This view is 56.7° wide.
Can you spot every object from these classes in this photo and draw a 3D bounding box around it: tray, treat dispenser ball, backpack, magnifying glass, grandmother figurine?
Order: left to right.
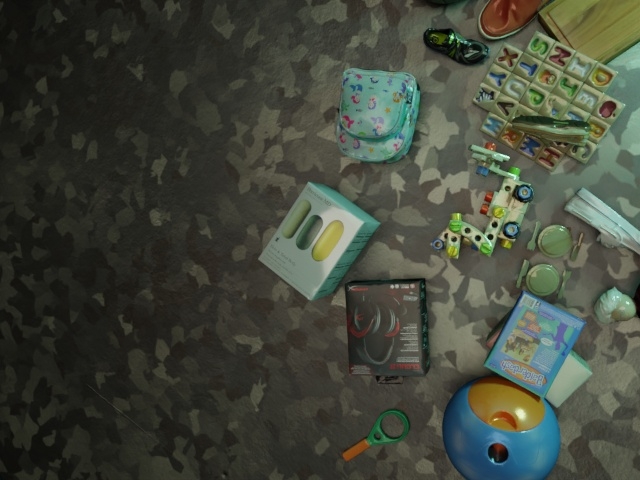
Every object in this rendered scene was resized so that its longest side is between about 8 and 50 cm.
[{"bbox_3d":[0.161,0.579,1.743,0.231,0.026,0.092,-38,80,14],"label":"magnifying glass"},{"bbox_3d":[0.153,-0.340,1.640,0.225,0.191,0.254,11,100,17],"label":"backpack"},{"bbox_3d":[0.454,0.489,1.503,0.288,0.288,0.288,1,92,18],"label":"treat dispenser ball"},{"bbox_3d":[0.782,-0.611,1.475,0.411,0.076,0.203,-34,81,17],"label":"tray"},{"bbox_3d":[0.854,0.148,1.445,0.342,0.104,0.208,-10,104,24],"label":"grandmother figurine"}]

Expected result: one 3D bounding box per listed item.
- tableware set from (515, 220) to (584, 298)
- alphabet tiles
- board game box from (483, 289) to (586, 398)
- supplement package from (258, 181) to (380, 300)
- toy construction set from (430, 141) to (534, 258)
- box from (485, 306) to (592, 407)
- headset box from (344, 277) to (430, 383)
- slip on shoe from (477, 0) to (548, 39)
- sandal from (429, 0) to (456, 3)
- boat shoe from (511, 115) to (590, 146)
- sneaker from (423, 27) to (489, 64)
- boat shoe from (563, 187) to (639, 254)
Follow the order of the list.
[{"bbox_3d":[0.602,0.051,1.573,0.128,0.039,0.194,15,102,6],"label":"tableware set"},{"bbox_3d":[0.583,-0.357,1.540,0.342,0.011,0.285,34,117,14],"label":"alphabet tiles"},{"bbox_3d":[0.518,0.251,1.443,0.160,0.047,0.210,28,98,15],"label":"board game box"},{"bbox_3d":[0.000,0.000,1.685,0.199,0.198,0.263,37,102,14],"label":"supplement package"},{"bbox_3d":[0.438,-0.092,1.574,0.215,0.151,0.328,20,108,17],"label":"toy construction set"},{"bbox_3d":[0.559,0.292,1.535,0.232,0.148,0.127,43,103,13],"label":"box"},{"bbox_3d":[0.191,0.258,1.675,0.218,0.110,0.293,-2,91,18],"label":"headset box"},{"bbox_3d":[0.553,-0.648,1.533,0.331,0.101,0.123,-33,88,18],"label":"slip on shoe"},{"bbox_3d":[0.395,-0.721,1.596,0.302,0.086,0.120,-10,127,3],"label":"sandal"},{"bbox_3d":[0.586,-0.274,1.523,0.190,0.068,0.072,15,127,25],"label":"boat shoe"},{"bbox_3d":[0.364,-0.531,1.612,0.188,0.078,0.067,25,99,15],"label":"sneaker"},{"bbox_3d":[0.738,-0.023,1.505,0.258,0.095,0.084,47,109,22],"label":"boat shoe"}]
